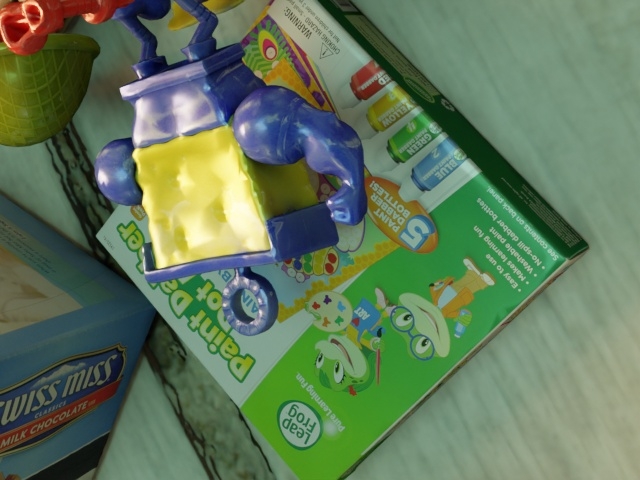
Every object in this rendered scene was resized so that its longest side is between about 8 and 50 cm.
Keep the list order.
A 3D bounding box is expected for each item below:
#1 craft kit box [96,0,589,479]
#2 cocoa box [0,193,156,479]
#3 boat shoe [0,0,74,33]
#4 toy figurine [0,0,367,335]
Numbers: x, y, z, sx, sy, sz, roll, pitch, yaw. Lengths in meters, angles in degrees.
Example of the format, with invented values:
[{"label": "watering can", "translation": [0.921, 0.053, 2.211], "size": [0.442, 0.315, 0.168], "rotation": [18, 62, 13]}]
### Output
[{"label": "craft kit box", "translation": [0.000, 0.000, 0.685], "size": [0.250, 0.061, 0.246], "rotation": [47, 120, 13]}, {"label": "cocoa box", "translation": [-0.346, 0.073, 0.780], "size": [0.347, 0.231, 0.228], "rotation": [32, 112, 20]}, {"label": "boat shoe", "translation": [-0.173, -0.214, 0.691], "size": [0.116, 0.123, 0.324], "rotation": [53, 137, 0]}, {"label": "toy figurine", "translation": [-0.101, -0.035, 0.601], "size": [0.363, 0.191, 0.217], "rotation": [-11, 102, 34]}]
